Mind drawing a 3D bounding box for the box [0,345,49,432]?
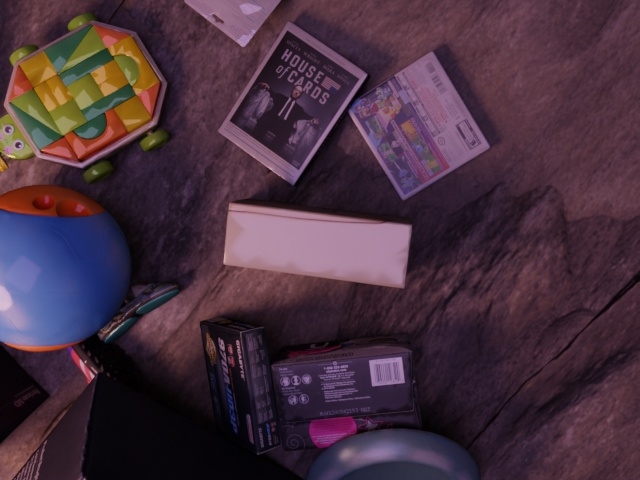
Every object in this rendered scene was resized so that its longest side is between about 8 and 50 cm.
[{"bbox_3d":[-0.721,0.273,1.211,0.179,0.343,0.312,-44,90,7],"label":"box"}]

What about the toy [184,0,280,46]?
[{"bbox_3d":[-0.111,-0.470,1.209,0.137,0.056,0.237,38,94,4],"label":"toy"}]

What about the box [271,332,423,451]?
[{"bbox_3d":[0.051,0.267,1.235,0.247,0.142,0.164,-7,95,5],"label":"box"}]

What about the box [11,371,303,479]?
[{"bbox_3d":[-0.319,0.570,1.156,0.480,0.297,0.472,37,101,-24],"label":"box"}]

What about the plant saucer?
[{"bbox_3d":[0.130,0.454,1.222,0.317,0.044,0.318,0,127,1],"label":"plant saucer"}]

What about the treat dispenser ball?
[{"bbox_3d":[-0.477,0.047,1.187,0.288,0.288,0.288,1,97,6],"label":"treat dispenser ball"}]

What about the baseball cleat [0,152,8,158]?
[{"bbox_3d":[-0.644,-0.182,1.289,0.205,0.072,0.109,-33,86,5],"label":"baseball cleat"}]

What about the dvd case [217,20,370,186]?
[{"bbox_3d":[-0.050,-0.245,1.231,0.179,0.029,0.239,36,100,8],"label":"dvd case"}]

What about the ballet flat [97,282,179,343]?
[{"bbox_3d":[-0.356,0.121,1.301,0.188,0.070,0.070,-35,92,5],"label":"ballet flat"}]

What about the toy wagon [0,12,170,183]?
[{"bbox_3d":[-0.450,-0.237,1.233,0.344,0.068,0.267,-32,92,-8],"label":"toy wagon"}]

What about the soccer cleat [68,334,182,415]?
[{"bbox_3d":[-0.382,0.311,1.305,0.116,0.108,0.318,-42,93,13],"label":"soccer cleat"}]

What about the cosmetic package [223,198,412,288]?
[{"bbox_3d":[0.000,0.000,1.201,0.309,0.160,0.113,6,97,4],"label":"cosmetic package"}]

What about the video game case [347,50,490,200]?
[{"bbox_3d":[0.174,-0.204,1.228,0.183,0.023,0.201,-31,94,8],"label":"video game case"}]

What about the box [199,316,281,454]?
[{"bbox_3d":[-0.148,0.256,1.243,0.051,0.175,0.220,-11,97,-33],"label":"box"}]
